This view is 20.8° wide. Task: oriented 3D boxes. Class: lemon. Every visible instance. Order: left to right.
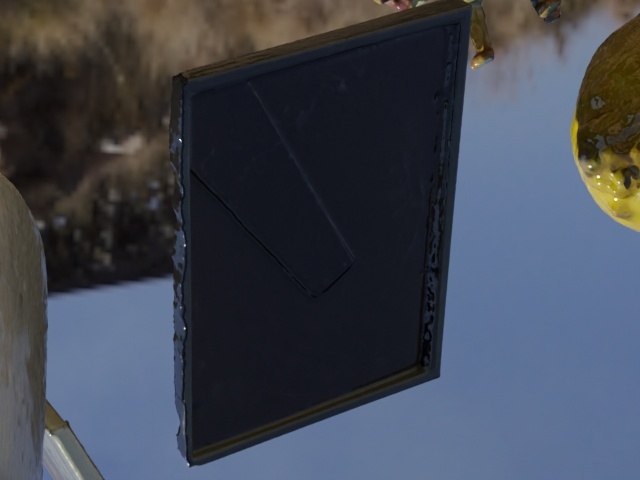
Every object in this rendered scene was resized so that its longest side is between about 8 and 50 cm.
[{"bbox_3d":[0.310,-0.097,1.391,0.260,0.204,0.204,-19,-157,-27],"label":"lemon"}]

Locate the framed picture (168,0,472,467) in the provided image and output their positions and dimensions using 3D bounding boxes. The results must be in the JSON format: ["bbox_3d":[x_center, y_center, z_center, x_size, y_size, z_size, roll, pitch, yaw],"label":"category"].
[{"bbox_3d":[0.000,0.000,1.019,0.192,0.265,0.018,-18,-142,-29],"label":"framed picture"}]

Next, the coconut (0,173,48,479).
[{"bbox_3d":[-0.219,0.060,0.675,0.244,0.245,0.247,4,-125,-9],"label":"coconut"}]

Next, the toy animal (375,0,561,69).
[{"bbox_3d":[0.118,-0.181,1.121,0.241,0.099,0.057,-36,177,-46],"label":"toy animal"}]

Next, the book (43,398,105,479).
[{"bbox_3d":[-0.198,0.176,1.372,0.021,0.217,0.310,-35,-154,-13],"label":"book"}]
